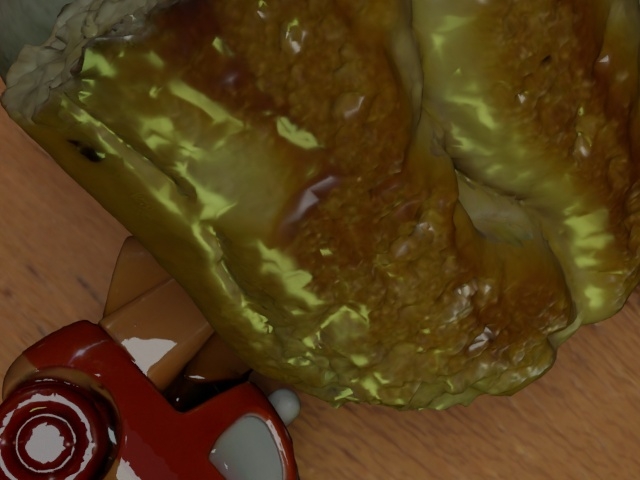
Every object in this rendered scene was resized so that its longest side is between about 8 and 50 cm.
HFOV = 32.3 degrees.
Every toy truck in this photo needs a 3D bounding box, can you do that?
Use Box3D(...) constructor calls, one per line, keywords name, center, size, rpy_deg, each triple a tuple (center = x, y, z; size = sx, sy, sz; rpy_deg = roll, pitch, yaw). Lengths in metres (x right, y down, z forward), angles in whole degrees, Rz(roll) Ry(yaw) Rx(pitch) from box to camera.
Box3D(name="toy truck", center=(-0.088, 0.128, 0.770), size=(0.239, 0.189, 0.265), rpy_deg=(-40, 84, -15))

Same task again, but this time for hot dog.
Box3D(name="hot dog", center=(0.060, -0.080, 0.659), size=(0.367, 0.196, 0.365), rpy_deg=(-42, 121, -7))

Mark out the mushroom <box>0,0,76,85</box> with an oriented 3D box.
Box3D(name="mushroom", center=(-0.109, -0.175, 0.786), size=(0.244, 0.243, 0.243), rpy_deg=(0, 81, -1))
